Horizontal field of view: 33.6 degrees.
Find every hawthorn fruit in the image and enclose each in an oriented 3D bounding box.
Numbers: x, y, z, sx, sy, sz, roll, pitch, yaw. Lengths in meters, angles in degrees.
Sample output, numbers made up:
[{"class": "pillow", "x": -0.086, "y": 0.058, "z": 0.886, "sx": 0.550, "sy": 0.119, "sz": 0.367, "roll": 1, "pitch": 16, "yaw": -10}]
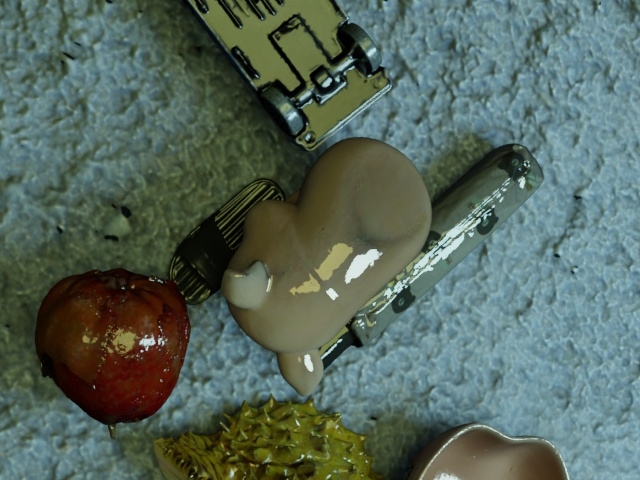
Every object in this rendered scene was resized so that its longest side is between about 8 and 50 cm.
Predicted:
[{"class": "hawthorn fruit", "x": -0.201, "y": 0.110, "z": 1.022, "sx": 0.148, "sy": 0.148, "sz": 0.172, "roll": 1, "pitch": 109, "yaw": -16}]

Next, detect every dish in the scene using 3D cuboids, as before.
[{"class": "dish", "x": 0.162, "y": 0.294, "z": 1.146, "sx": 0.213, "sy": 0.090, "sz": 0.213, "roll": 0, "pitch": 90, "yaw": -22}]

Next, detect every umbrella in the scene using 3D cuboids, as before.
[{"class": "umbrella", "x": 0.106, "y": 0.018, "z": 1.140, "sx": 0.337, "sy": 0.073, "sz": 0.067, "roll": -41, "pitch": 92, "yaw": -11}]

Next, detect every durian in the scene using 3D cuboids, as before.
[{"class": "durian", "x": -0.013, "y": 0.278, "z": 1.099, "sx": 0.195, "sy": 0.185, "sz": 0.305, "roll": -34, "pitch": 92, "yaw": -37}]

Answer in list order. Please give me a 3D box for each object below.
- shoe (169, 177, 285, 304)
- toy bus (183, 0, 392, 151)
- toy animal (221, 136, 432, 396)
[{"class": "shoe", "x": -0.093, "y": -0.002, "z": 1.094, "sx": 0.062, "sy": 0.053, "sz": 0.159, "roll": 46, "pitch": 76, "yaw": -15}, {"class": "toy bus", "x": -0.065, "y": -0.236, "z": 1.059, "sx": 0.125, "sy": 0.133, "sz": 0.292, "roll": -40, "pitch": 103, "yaw": -7}, {"class": "toy animal", "x": 0.009, "y": 0.007, "z": 1.046, "sx": 0.166, "sy": 0.154, "sz": 0.250, "roll": 48, "pitch": 67, "yaw": -20}]
